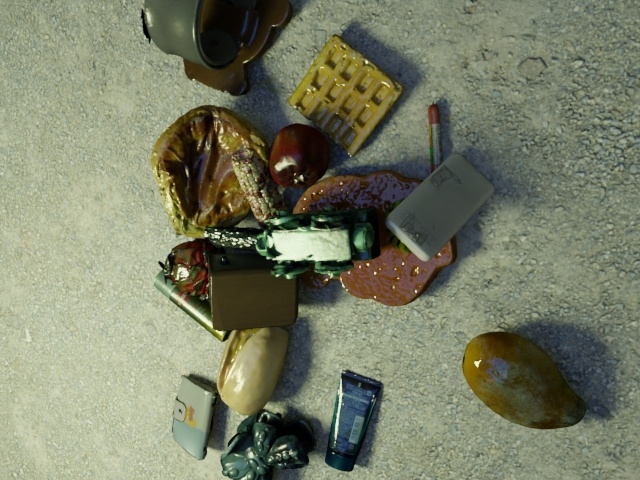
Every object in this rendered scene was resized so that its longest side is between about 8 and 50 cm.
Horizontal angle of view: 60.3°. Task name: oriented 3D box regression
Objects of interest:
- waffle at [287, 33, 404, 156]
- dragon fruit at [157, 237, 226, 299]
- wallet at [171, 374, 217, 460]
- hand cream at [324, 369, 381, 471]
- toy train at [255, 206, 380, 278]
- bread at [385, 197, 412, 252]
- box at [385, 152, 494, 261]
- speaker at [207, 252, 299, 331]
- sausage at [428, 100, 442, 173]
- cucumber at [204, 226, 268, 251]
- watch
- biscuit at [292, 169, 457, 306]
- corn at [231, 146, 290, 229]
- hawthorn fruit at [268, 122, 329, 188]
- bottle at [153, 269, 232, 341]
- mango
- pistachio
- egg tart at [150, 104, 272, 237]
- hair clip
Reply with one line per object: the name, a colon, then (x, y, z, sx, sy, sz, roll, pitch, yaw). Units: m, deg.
waffle: (0.064, -0.379, 1.444, 0.248, 0.055, 0.221, 43, 109, 12)
dragon fruit: (-0.355, 0.080, 1.600, 0.182, 0.189, 0.182, -30, 49, 41)
wallet: (-0.395, 0.548, 1.730, 0.170, 0.069, 0.231, 17, 99, 37)
hand cream: (0.083, 0.510, 1.549, 0.120, 0.061, 0.270, 15, 97, 17)
toy train: (0.000, 0.000, 1.346, 0.299, 0.238, 0.167, -2, 96, 24)
bread: (0.219, -0.036, 1.348, 0.130, 0.071, 0.139, -13, 91, 26)
box: (0.287, -0.085, 1.306, 0.142, 0.044, 0.285, 45, 66, 7)
speaker: (-0.183, 0.130, 1.491, 0.231, 0.153, 0.192, -2, 108, -13)
sausage: (0.289, -0.238, 1.387, 0.029, 0.029, 0.223, -2, 96, 21)
cucumber: (-0.212, 0.004, 1.503, 0.211, 0.078, 0.062, 1, 67, 15)
watch: (-0.287, -0.564, 1.411, 0.314, 0.327, 0.335, 26, 106, 17)
biscuit: (0.132, -0.014, 1.453, 0.455, 0.078, 0.349, 12, 104, 20)
corn: (-0.155, -0.122, 1.479, 0.092, 0.092, 0.280, -5, 132, 22)
hawthorn fruit: (-0.059, -0.232, 1.455, 0.169, 0.169, 0.188, -19, 54, 22)
bottle: (-0.379, 0.191, 1.672, 0.286, 0.082, 0.082, 36, 108, 14)
mango: (0.487, 0.344, 1.329, 0.316, 0.146, 0.193, 34, 109, -1)
pistachio: (-0.194, 0.361, 1.583, 0.187, 0.187, 0.299, 24, 99, 17)
egg tart: (-0.297, -0.197, 1.534, 0.339, 0.153, 0.351, -25, 114, -8)
hair clip: (-0.169, 0.618, 1.603, 0.206, 0.194, 0.310, 43, 108, -1)
